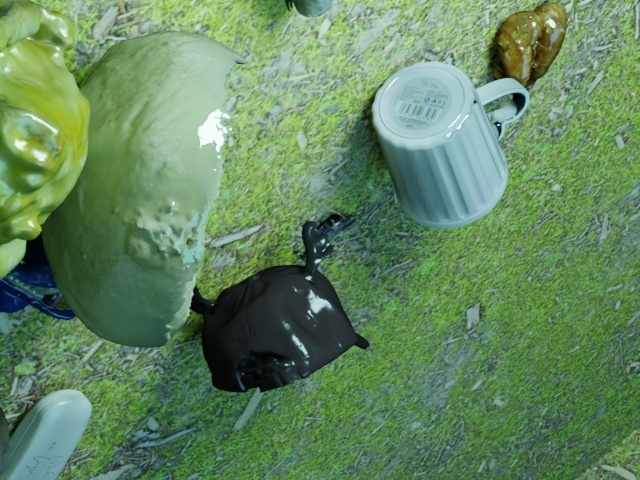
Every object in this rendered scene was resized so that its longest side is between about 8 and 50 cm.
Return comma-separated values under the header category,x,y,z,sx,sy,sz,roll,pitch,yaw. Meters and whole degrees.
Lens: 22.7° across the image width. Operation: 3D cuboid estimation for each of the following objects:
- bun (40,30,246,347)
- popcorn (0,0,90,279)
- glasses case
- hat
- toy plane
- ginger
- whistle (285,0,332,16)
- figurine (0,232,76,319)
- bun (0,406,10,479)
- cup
category,x,y,z,sx,sy,sz,roll,pitch,yaw
bun,-0.215,-0.066,1.798,0.202,0.364,0.364,11,131,-7
popcorn,-0.371,-0.120,1.573,0.312,0.312,0.312,-28,146,-21
glasses case,-0.404,0.304,2.268,0.092,0.059,0.233,4,128,-51
hat,-0.062,0.094,2.316,0.238,0.209,0.336,-17,180,16
toy plane,0.000,0.000,2.356,0.120,0.031,0.049,-45,157,1
ginger,0.297,-0.267,2.302,0.103,0.073,0.162,-18,143,-31
whistle,-0.049,-0.373,1.816,0.068,0.057,0.326,0,150,15
figurine,-0.344,0.031,1.959,0.164,0.121,0.262,-15,157,39
bun,-0.503,0.273,1.952,0.281,0.205,0.282,-27,133,-34
cup,0.176,-0.159,2.248,0.221,0.167,0.202,-62,151,-21
